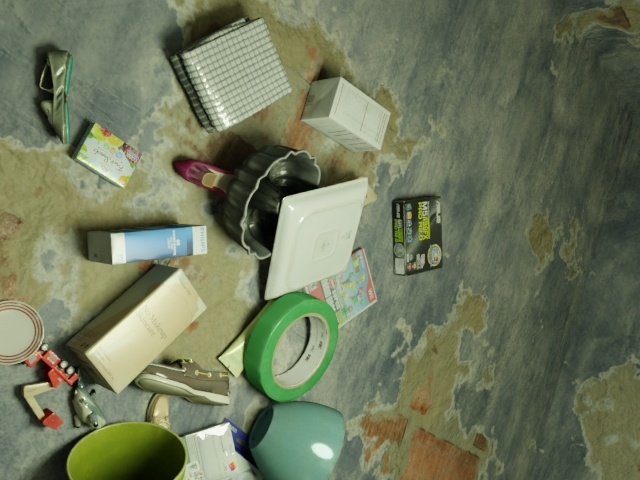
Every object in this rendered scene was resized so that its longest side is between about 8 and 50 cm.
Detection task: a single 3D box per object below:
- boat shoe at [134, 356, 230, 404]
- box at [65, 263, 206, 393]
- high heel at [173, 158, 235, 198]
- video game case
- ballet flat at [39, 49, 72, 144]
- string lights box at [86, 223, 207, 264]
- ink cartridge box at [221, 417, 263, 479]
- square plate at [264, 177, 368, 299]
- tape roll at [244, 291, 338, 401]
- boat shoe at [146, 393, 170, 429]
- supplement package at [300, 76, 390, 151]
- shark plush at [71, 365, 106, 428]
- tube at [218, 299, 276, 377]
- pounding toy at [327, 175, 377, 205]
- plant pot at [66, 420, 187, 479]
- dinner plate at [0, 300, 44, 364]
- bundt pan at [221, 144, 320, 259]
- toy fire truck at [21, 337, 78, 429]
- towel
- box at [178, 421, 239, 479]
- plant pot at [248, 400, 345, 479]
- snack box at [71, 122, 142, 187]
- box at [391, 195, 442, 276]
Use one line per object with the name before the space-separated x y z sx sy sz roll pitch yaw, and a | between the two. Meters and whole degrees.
boat shoe | -0.354 0.362 1.786 0.324 0.116 0.097 32 54 -48
box | -0.452 0.211 1.687 0.311 0.121 0.148 -47 122 -30
high heel | -0.292 -0.167 1.862 0.244 0.117 0.082 5 111 -61
video game case | 0.066 0.173 2.232 0.285 0.025 0.204 -31 113 -38
ballet flat | -0.605 -0.327 1.550 0.068 0.072 0.213 2 92 -16
string lights box | -0.426 0.007 1.685 0.259 0.133 0.077 -7 98 -43
ink cartridge box | -0.258 0.663 1.956 0.223 0.045 0.224 49 61 -33
square plate | 0.000 0.000 2.009 0.344 0.049 0.347 -17 132 -41
tape roll | -0.081 0.315 2.021 0.321 0.077 0.322 -23 122 -41
boat shoe | -0.421 0.489 1.781 0.063 0.059 0.170 10 86 -43
supplement package | 0.082 -0.387 2.125 0.244 0.133 0.139 26 76 -41
shark plush | -0.574 0.388 1.656 0.067 0.073 0.161 -30 95 -60
tube | -0.196 0.277 1.980 0.070 0.062 0.240 35 67 6
pounding toy | 0.083 -0.097 2.136 0.269 0.154 0.154 -30 111 -34
plant pot | -0.465 0.642 1.645 0.274 0.274 0.294 -14 120 -41
dinner plate | -0.691 0.204 1.512 0.141 0.017 0.141 5 78 -23
bundt pan | -0.149 -0.120 1.886 0.331 0.124 0.331 -41 147 -34
toy fire truck | -0.641 0.331 1.572 0.135 0.047 0.192 -51 124 -26
towel | -0.241 -0.452 1.835 0.283 0.121 0.235 -39 117 -32
box | -0.324 0.590 1.850 0.186 0.038 0.145 -11 88 -29
plant pot | -0.092 0.585 1.973 0.195 0.290 0.290 32 71 -16
snack box | -0.517 -0.205 1.649 0.141 0.037 0.100 36 71 -39
box | 0.352 -0.020 2.457 0.216 0.060 0.270 -8 99 -42
